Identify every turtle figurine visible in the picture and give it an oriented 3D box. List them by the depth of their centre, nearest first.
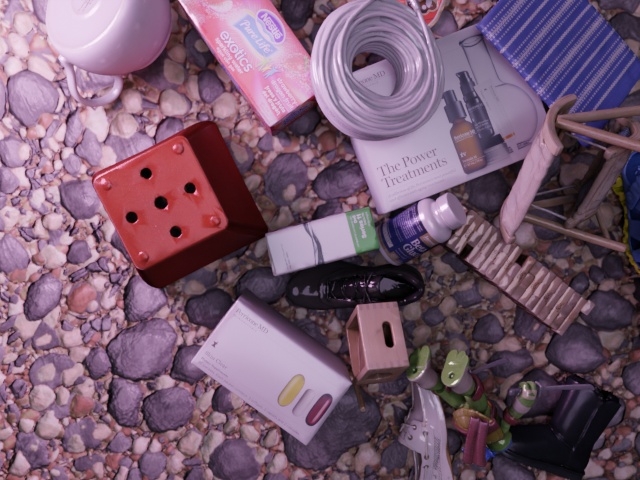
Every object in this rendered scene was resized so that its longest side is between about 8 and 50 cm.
[{"bbox_3d":[0.311,0.269,1.209,0.275,0.198,0.266,-46,119,6],"label":"turtle figurine"}]

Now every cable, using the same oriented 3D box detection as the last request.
[{"bbox_3d":[0.101,-0.308,1.142,0.257,0.089,0.257,-30,96,-18],"label":"cable"}]

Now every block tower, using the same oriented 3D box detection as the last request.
[{"bbox_3d":[0.390,0.063,1.291,0.335,0.091,0.097,36,92,-3],"label":"block tower"}]

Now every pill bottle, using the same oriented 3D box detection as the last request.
[{"bbox_3d":[0.198,-0.025,1.242,0.169,0.094,0.094,-31,94,32],"label":"pill bottle"}]

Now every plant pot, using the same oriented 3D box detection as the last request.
[{"bbox_3d":[-0.278,-0.069,1.186,0.267,0.236,0.267,-26,93,0],"label":"plant pot"}]

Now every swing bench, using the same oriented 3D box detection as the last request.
[{"bbox_3d":[0.488,-0.124,1.182,0.254,0.253,0.165,5,51,-5],"label":"swing bench"}]

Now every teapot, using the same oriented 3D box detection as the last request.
[{"bbox_3d":[-0.379,-0.412,1.200,0.256,0.187,0.253,-12,73,24],"label":"teapot"}]

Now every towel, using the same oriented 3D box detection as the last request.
[{"bbox_3d":[0.483,-0.376,1.249,0.336,0.040,0.243,44,73,-10],"label":"towel"}]

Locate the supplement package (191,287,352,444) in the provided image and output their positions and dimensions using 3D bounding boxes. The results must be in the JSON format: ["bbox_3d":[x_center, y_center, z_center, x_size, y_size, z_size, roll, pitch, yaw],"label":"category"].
[{"bbox_3d":[-0.090,0.234,1.223,0.261,0.204,0.145,36,90,-3],"label":"supplement package"}]

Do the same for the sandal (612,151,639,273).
[{"bbox_3d":[0.687,-0.042,1.276,0.126,0.138,0.318,-24,95,-3],"label":"sandal"}]

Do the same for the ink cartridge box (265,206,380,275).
[{"bbox_3d":[0.000,0.000,1.242,0.208,0.153,0.087,-15,92,-2],"label":"ink cartridge box"}]

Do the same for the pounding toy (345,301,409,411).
[{"bbox_3d":[0.110,0.243,1.247,0.094,0.206,0.181,-4,65,-11],"label":"pounding toy"}]

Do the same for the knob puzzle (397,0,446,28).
[{"bbox_3d":[0.173,-0.503,1.285,0.213,0.030,0.213,0,92,-2],"label":"knob puzzle"}]

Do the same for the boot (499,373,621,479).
[{"bbox_3d":[0.480,0.369,1.305,0.246,0.094,0.207,22,95,-9],"label":"boot"}]

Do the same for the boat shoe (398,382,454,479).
[{"bbox_3d":[0.208,0.401,1.296,0.096,0.098,0.277,-11,94,-2],"label":"boat shoe"}]

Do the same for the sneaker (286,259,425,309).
[{"bbox_3d":[0.073,0.089,1.261,0.286,0.130,0.109,-5,91,-1],"label":"sneaker"}]

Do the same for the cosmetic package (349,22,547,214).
[{"bbox_3d":[0.244,-0.251,1.270,0.377,0.097,0.285,-22,91,-1],"label":"cosmetic package"}]

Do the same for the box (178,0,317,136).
[{"bbox_3d":[-0.127,-0.370,1.219,0.142,0.154,0.300,-36,93,0],"label":"box"}]
